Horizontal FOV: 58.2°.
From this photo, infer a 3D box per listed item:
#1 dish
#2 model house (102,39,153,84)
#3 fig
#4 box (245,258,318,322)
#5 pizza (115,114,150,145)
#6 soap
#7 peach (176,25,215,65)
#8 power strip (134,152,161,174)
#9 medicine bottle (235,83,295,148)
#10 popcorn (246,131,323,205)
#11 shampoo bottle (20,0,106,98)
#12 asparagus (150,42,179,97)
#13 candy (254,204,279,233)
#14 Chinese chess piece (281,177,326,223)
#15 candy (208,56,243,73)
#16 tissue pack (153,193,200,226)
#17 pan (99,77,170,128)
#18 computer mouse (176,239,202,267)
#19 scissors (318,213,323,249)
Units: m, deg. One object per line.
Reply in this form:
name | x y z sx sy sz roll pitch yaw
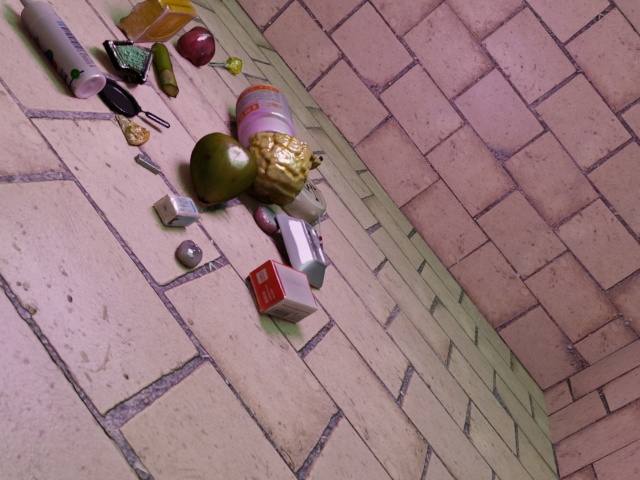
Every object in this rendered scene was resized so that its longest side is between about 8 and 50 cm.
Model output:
dish | -0.046 0.023 1.908 0.182 0.080 0.243 34 31 -58
model house | -0.604 -0.562 1.778 0.152 0.106 0.165 26 -6 -30
fig | -0.301 -0.201 1.697 0.203 0.203 0.225 42 64 -26
box | -0.105 0.145 1.602 0.182 0.099 0.133 25 35 -54
pizza | -0.523 -0.311 1.589 0.108 0.026 0.123 44 21 -13
soap | -0.584 -0.812 2.099 0.091 0.199 0.315 55 16 -11
peach | -0.496 -0.792 2.332 0.152 0.152 0.152 44 21 -21
power strip | -0.462 -0.205 1.550 0.083 0.017 0.027 33 28 -39
medicine bottle | -0.211 -0.429 2.209 0.219 0.219 0.388 38 24 -34
popcorn | -0.160 -0.242 1.961 0.293 0.293 0.236 31 69 -45
shampoo bottle | -0.684 -0.514 1.495 0.303 0.092 0.092 53 19 3
asparagus | -0.544 -0.597 2.008 0.067 0.060 0.277 59 7 -51
candy | -0.175 -0.069 1.907 0.103 0.043 0.103 45 22 -24
Chinese chess piece | -0.085 -0.180 2.223 0.250 0.101 0.250 45 20 -21
candy | -0.439 -0.801 2.620 0.077 0.073 0.262 35 25 10
tissue pack | -0.365 -0.076 1.471 0.074 0.059 0.094 60 21 17
pan | -0.542 -0.385 1.673 0.235 0.028 0.136 31 28 -38
computer mouse | -0.318 0.028 1.418 0.066 0.039 0.096 46 19 -15
scissors | 0.000 0.000 2.085 0.247 0.017 0.144 -94 180 -56
